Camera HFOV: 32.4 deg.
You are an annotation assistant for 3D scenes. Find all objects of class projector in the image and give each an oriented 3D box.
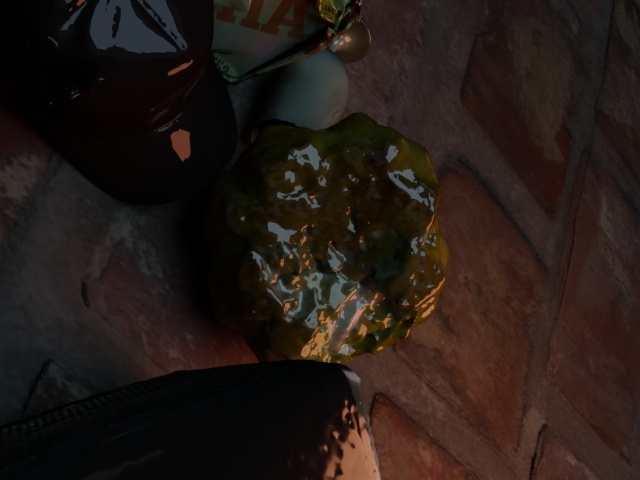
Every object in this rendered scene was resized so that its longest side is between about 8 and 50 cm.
[{"bbox_3d":[-0.137,0.321,0.862,0.405,0.242,0.395,-14,94,-50],"label":"projector"}]

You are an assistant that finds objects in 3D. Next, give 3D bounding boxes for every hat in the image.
[{"bbox_3d":[-0.159,-0.174,0.957,0.336,0.209,0.238,47,67,-29],"label":"hat"}]

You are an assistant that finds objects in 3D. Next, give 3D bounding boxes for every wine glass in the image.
[{"bbox_3d":[-0.010,-0.174,1.259,0.093,0.093,0.202,49,47,-31],"label":"wine glass"}]

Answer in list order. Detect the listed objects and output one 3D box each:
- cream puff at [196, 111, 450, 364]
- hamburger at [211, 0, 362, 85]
[{"bbox_3d":[0.000,0.002,1.147,0.281,0.185,0.282,-2,97,-15],"label":"cream puff"},{"bbox_3d":[-0.080,-0.278,1.115,0.235,0.214,0.125,44,37,-27],"label":"hamburger"}]
